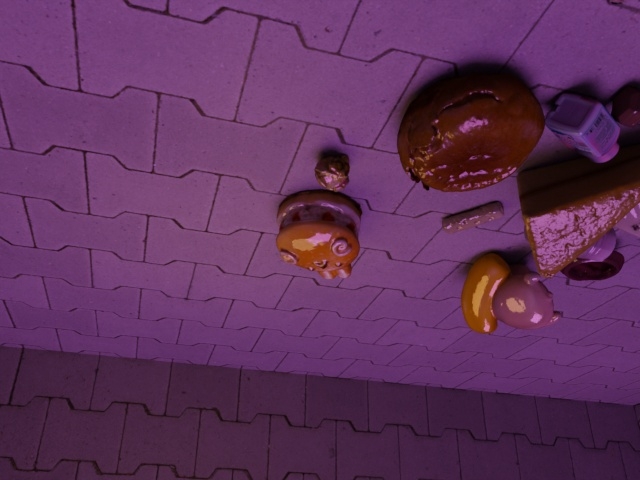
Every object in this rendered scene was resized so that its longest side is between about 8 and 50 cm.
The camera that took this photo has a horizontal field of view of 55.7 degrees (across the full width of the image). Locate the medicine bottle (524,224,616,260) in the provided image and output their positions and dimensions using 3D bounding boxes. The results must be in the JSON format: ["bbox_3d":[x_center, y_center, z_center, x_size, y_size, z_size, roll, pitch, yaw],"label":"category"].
[{"bbox_3d":[0.761,-0.020,1.850,0.250,0.133,0.133,12,149,-21],"label":"medicine bottle"}]

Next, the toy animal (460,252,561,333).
[{"bbox_3d":[0.670,0.167,2.129,0.345,0.277,0.247,-14,178,44],"label":"toy animal"}]

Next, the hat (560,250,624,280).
[{"bbox_3d":[0.913,0.067,2.047,0.206,0.089,0.205,5,151,3],"label":"hat"}]

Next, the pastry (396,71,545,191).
[{"bbox_3d":[0.352,-0.244,1.428,0.356,0.163,0.356,0,148,0],"label":"pastry"}]

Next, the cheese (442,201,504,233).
[{"bbox_3d":[0.468,-0.068,1.863,0.194,0.043,0.065,-21,149,30],"label":"cheese"}]

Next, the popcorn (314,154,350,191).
[{"bbox_3d":[0.031,-0.182,1.611,0.109,0.097,0.089,-11,149,-37],"label":"popcorn"}]

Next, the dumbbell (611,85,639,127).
[{"bbox_3d":[0.792,-0.292,1.412,0.231,0.082,0.092,10,151,-16],"label":"dumbbell"}]

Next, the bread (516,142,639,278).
[{"bbox_3d":[0.717,-0.089,1.578,0.362,0.233,0.244,-17,121,23],"label":"bread"}]

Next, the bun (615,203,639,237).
[{"bbox_3d":[0.891,-0.097,1.670,0.263,0.175,0.263,0,149,0],"label":"bun"}]

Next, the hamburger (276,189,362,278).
[{"bbox_3d":[0.000,0.000,1.847,0.261,0.186,0.302,-4,153,10],"label":"hamburger"}]

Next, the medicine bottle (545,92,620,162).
[{"bbox_3d":[0.627,-0.258,1.425,0.188,0.119,0.094,27,98,-39],"label":"medicine bottle"}]
